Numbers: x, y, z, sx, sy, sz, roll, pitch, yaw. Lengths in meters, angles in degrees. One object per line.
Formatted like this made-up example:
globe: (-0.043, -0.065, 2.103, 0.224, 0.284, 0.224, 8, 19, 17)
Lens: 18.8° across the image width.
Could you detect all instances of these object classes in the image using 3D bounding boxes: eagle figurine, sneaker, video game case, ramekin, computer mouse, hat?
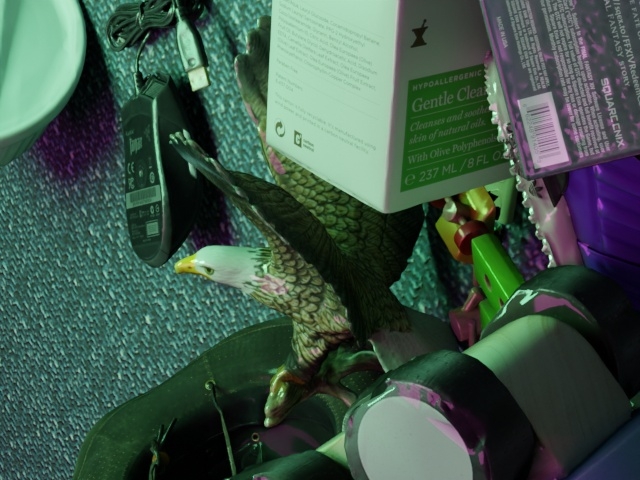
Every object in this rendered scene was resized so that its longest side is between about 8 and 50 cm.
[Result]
eagle figurine: (-0.011, 0.001, 1.555, 0.226, 0.225, 0.298, 48, 147, 47)
sneaker: (0.228, -0.016, 1.327, 0.146, 0.102, 0.293, -19, 111, 18)
video game case: (0.234, -0.162, 1.205, 0.274, 0.026, 0.196, -13, 93, 22)
ramekin: (-0.380, -0.185, 1.970, 0.273, 0.273, 0.127, 61, 156, 18)
computer mouse: (-0.132, -0.112, 1.827, 0.184, 0.060, 0.262, -20, 75, 59)
hat: (-0.057, 0.224, 1.692, 0.331, 0.331, 0.134, 22, 148, 48)

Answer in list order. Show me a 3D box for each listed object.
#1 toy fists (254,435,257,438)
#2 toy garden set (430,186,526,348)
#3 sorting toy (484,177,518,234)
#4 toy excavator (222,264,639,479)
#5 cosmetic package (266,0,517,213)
toy fists: (-0.111, 0.214, 1.896, 0.142, 0.096, 0.279, 56, 143, 24)
toy garden set: (0.150, 0.079, 1.487, 0.244, 0.049, 0.204, 79, 167, -45)
sorting toy: (0.131, -0.037, 1.530, 0.062, 0.012, 0.083, 29, 123, 39)
toy excavator: (0.116, 0.307, 1.296, 0.433, 0.222, 0.445, -37, 84, 39)
cosmetic package: (0.082, -0.228, 1.363, 0.155, 0.197, 0.365, 33, 130, 44)
